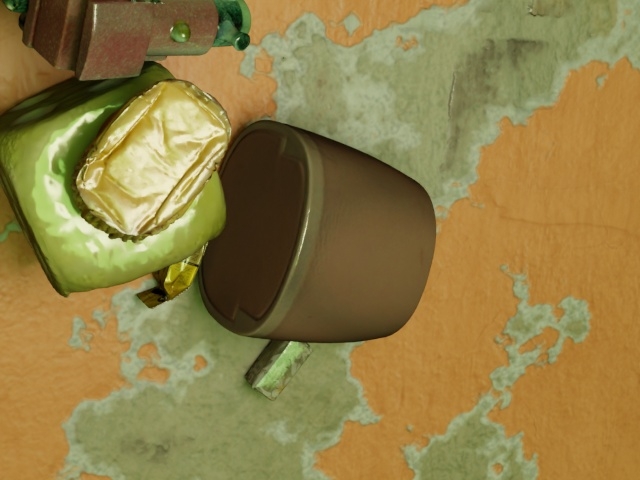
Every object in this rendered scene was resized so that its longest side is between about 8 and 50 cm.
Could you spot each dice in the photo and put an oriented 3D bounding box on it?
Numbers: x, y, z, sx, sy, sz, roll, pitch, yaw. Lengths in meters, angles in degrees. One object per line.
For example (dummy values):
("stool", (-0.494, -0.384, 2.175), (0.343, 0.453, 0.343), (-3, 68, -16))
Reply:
("dice", (-0.267, -0.082, 1.858), (0.238, 0.233, 0.226), (-25, 108, -14))

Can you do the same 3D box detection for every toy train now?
("toy train", (-0.222, -0.281, 1.798), (0.304, 0.221, 0.150), (-8, 125, -39))

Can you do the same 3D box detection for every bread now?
("bread", (-0.195, -0.089, 1.699), (0.132, 0.114, 0.190), (43, 76, -12))

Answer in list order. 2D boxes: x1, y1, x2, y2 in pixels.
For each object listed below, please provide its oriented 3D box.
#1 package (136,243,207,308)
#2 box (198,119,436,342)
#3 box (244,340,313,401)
("package", (-0.193, 0.030, 1.998), (0.047, 0.071, 0.131), (21, 93, -26))
("box", (0.000, 0.000, 1.947), (0.216, 0.301, 0.300), (12, 98, -27))
("box", (-0.059, 0.171, 2.085), (0.045, 0.062, 0.098), (39, 90, -19))
